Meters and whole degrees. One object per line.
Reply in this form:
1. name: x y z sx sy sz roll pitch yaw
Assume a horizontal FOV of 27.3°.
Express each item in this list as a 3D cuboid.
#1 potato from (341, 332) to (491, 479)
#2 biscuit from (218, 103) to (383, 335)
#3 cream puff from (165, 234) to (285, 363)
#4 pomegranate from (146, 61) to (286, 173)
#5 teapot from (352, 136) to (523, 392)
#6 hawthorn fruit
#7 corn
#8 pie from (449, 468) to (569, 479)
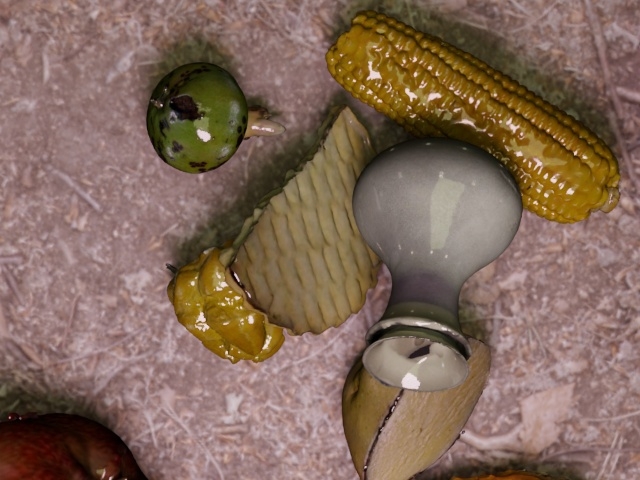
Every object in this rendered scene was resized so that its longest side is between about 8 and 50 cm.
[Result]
1. potato: 0.084 0.168 1.464 0.117 0.182 0.202 34 105 31
2. biscuit: 0.000 0.000 1.427 0.273 0.036 0.187 -52 122 -37
3. cream puff: -0.084 0.065 1.440 0.156 0.121 0.156 -1 94 -12
4. pomegranate: -0.116 -0.131 1.435 0.161 0.122 0.122 3 94 -32
5. teapot: 0.112 0.023 1.360 0.183 0.183 0.251 16 54 -6
6. hawthorn fruit: -0.326 0.357 1.373 0.285 0.285 0.369 42 98 -6
7. corn: 0.173 -0.133 1.454 0.363 0.120 0.120 29 91 -6
8. pie: 0.212 0.384 1.506 0.308 0.085 0.308 -1 98 -8
